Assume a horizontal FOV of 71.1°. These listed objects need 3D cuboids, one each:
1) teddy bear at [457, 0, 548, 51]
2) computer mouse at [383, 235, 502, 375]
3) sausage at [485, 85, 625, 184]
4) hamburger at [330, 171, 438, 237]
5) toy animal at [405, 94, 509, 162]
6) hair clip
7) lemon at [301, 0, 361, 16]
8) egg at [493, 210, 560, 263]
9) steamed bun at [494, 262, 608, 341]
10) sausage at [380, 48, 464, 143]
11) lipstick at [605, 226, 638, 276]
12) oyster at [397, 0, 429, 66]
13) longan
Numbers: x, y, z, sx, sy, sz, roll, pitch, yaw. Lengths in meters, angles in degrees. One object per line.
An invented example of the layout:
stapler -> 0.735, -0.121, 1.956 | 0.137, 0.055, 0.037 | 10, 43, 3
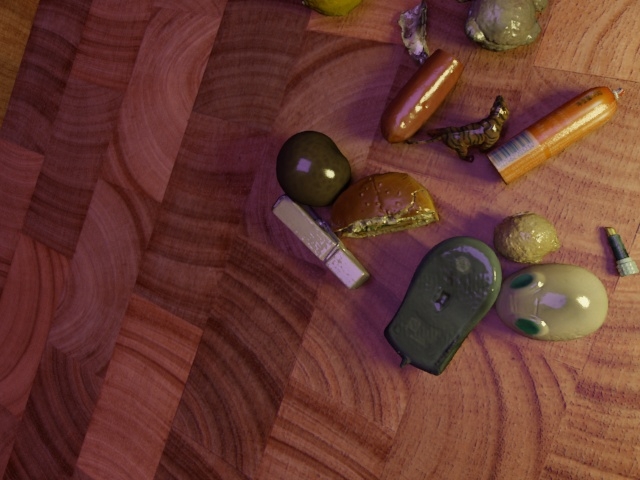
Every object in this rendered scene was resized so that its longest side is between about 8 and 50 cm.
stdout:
teddy bear -> 0.440, -0.593, 1.083 | 0.236, 0.151, 0.266 | 0, 95, -3
computer mouse -> 0.299, 0.161, 1.093 | 0.188, 0.122, 0.370 | 36, 106, 26
sausage -> 0.546, -0.254, 1.040 | 0.312, 0.093, 0.092 | -35, 73, 17
hamburger -> 0.152, -0.097, 1.167 | 0.283, 0.144, 0.156 | -11, 83, 24
toy animal -> 0.338, -0.258, 1.117 | 0.256, 0.116, 0.114 | -11, 79, 23
hair clip -> 0.004, -0.003, 1.250 | 0.085, 0.101, 0.331 | -47, 71, 8
lemon -> 0.042, -0.732, 1.249 | 0.231, 0.192, 0.192 | -35, 72, 9
egg -> 0.474, -0.005, 1.040 | 0.140, 0.118, 0.116 | -4, 40, 32
steamed bun -> 0.509, 0.138, 0.997 | 0.228, 0.131, 0.176 | -1, 87, 22
sausage -> 0.254, -0.364, 1.164 | 0.113, 0.114, 0.259 | 44, 102, 21
lipstick -> 0.664, 0.021, 0.994 | 0.037, 0.037, 0.115 | -19, 74, 21
oyster -> 0.260, -0.558, 1.224 | 0.106, 0.061, 0.199 | 6, 85, 42
longan -> -0.021, -0.192, 1.231 | 0.212, 0.198, 0.198 | 38, 102, -11
